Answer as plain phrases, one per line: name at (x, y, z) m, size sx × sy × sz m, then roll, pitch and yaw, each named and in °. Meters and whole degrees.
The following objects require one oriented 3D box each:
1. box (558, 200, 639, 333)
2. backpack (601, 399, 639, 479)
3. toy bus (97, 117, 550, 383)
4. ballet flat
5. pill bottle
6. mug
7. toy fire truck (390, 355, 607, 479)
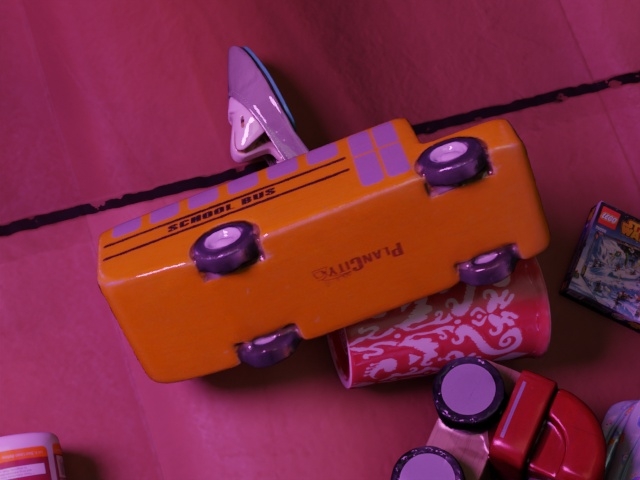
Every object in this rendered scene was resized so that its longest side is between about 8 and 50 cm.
box at (0.297, 0.035, 1.120) m, size 0.137 × 0.027 × 0.094 m, roll 27°, pitch 71°, yaw -3°
backpack at (0.284, 0.214, 1.009) m, size 0.152 × 0.115 × 0.182 m, roll 31°, pitch 70°, yaw -35°
toy bus at (0.000, 0.000, 0.952) m, size 0.333 × 0.130 × 0.108 m, roll -21°, pitch 119°, yaw 3°
ballet flat at (-0.039, -0.072, 1.060) m, size 0.068 × 0.072 × 0.213 m, roll -32°, pitch 82°, yaw -15°
pill bottle at (-0.227, 0.226, 0.918) m, size 0.086 × 0.086 × 0.152 m, roll -9°, pitch 75°, yaw -14°
mug at (0.088, 0.052, 1.042) m, size 0.169 × 0.113 × 0.150 m, roll -13°, pitch 42°, yaw -11°
toy fire truck at (0.174, 0.220, 0.923) m, size 0.246 × 0.158 × 0.217 m, roll 20°, pitch 68°, yaw 20°
